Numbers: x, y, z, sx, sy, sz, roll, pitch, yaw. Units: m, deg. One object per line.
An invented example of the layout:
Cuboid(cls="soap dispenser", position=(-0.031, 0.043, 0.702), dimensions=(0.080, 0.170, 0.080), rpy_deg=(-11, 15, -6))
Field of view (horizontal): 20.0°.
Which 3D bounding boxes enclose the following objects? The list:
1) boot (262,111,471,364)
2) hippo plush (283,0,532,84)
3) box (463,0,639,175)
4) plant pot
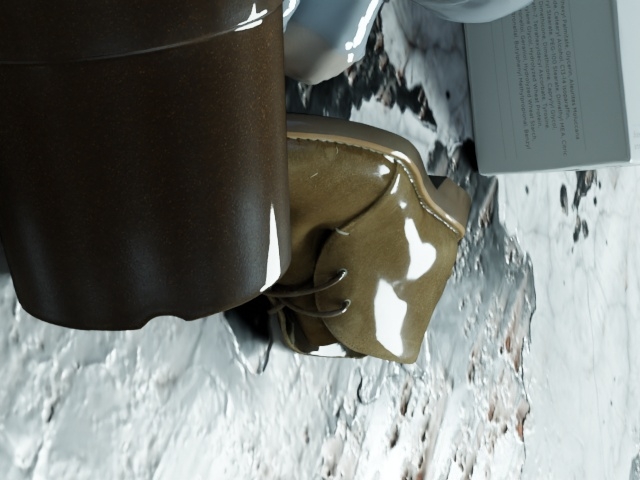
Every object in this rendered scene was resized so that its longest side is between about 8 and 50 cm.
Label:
Cuboid(cls="boot", position=(0.000, 0.000, 0.988), dimensions=(0.305, 0.112, 0.115), rpy_deg=(26, 73, -61))
Cuboid(cls="hippo plush", position=(0.055, -0.197, 0.910), dimensions=(0.234, 0.236, 0.294), rpy_deg=(47, 62, -51))
Cuboid(cls="box", position=(0.196, -0.143, 1.358), dimensions=(0.181, 0.119, 0.182), rpy_deg=(-7, 91, -62))
Cuboid(cls="plant pot", position=(-0.084, -0.059, 0.786), dimensions=(0.167, 0.167, 0.165), rpy_deg=(-41, 130, -57))
